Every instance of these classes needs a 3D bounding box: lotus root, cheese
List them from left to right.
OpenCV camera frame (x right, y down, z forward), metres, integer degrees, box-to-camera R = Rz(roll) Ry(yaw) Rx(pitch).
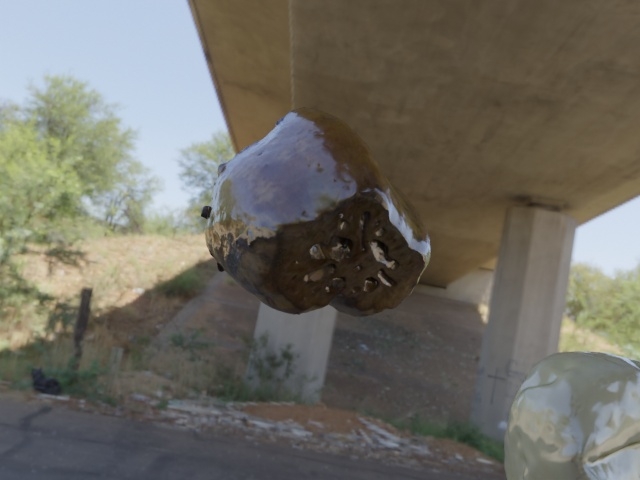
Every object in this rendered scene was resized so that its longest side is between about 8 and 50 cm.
[{"bbox_3d":[0.000,0.000,0.964,0.316,0.316,0.250,15,14,-23],"label":"lotus root"},{"bbox_3d":[0.213,0.210,0.499,0.159,0.263,0.093,-8,0,-37],"label":"cheese"}]
